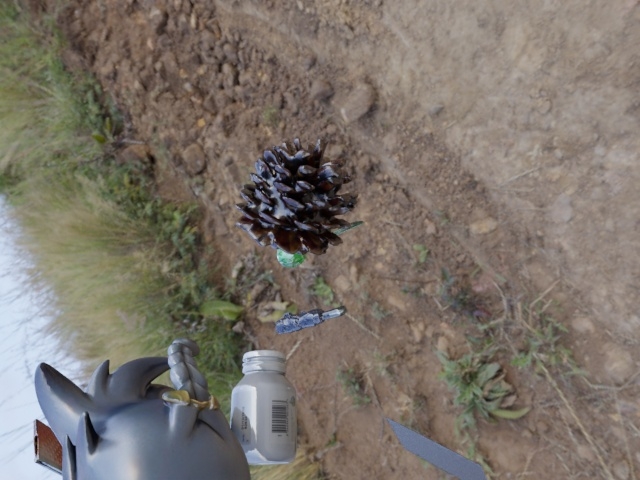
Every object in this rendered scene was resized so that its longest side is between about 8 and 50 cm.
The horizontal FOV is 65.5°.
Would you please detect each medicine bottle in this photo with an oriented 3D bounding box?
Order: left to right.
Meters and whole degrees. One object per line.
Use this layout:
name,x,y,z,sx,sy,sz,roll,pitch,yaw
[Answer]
medicine bottle,-0.116,0.342,1.026,0.135,0.135,0.215,69,-163,-62

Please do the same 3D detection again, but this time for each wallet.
wallet,-0.595,0.491,1.142,0.103,0.020,0.196,53,165,40

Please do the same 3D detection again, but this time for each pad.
pad,0.366,0.665,1.538,0.330,0.004,0.220,14,143,42

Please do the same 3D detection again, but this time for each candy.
candy,0.001,0.002,1.723,0.097,0.323,0.097,-25,-90,-88

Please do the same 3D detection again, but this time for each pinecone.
pinecone,-0.044,-0.110,1.227,0.298,0.296,0.242,15,177,-19

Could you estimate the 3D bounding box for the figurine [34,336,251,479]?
figurine,-0.171,0.210,0.493,0.265,0.175,0.197,43,136,35

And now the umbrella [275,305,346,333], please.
umbrella,-0.035,0.247,1.598,0.071,0.248,0.071,41,-141,-45
